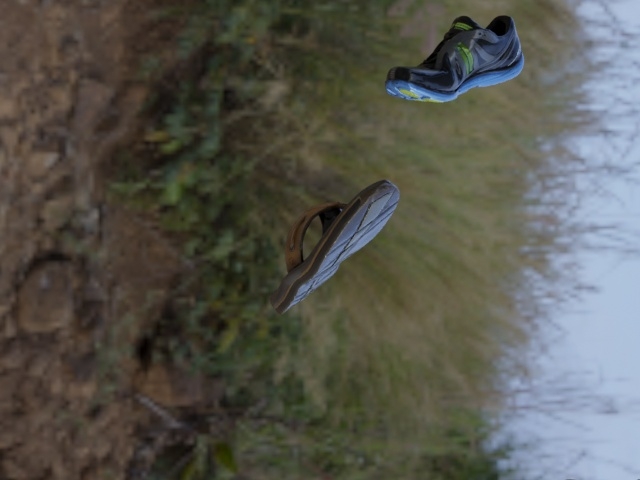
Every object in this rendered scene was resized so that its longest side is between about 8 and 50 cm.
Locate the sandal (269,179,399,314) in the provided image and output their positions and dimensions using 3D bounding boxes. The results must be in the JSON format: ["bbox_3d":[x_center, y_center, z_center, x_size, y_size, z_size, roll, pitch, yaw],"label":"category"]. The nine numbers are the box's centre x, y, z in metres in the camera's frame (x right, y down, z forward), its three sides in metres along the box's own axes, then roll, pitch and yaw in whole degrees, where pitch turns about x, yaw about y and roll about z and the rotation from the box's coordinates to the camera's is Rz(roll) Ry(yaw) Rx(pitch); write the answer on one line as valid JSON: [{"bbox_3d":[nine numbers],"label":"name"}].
[{"bbox_3d":[0.000,0.000,1.360,0.060,0.090,0.219,52,-35,8],"label":"sandal"}]

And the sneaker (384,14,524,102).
[{"bbox_3d":[0.134,-0.188,1.421,0.067,0.188,0.078,15,-60,47],"label":"sneaker"}]

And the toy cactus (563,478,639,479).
[{"bbox_3d":[0.181,0.121,0.561,0.112,0.219,0.180,50,52,-45],"label":"toy cactus"}]
